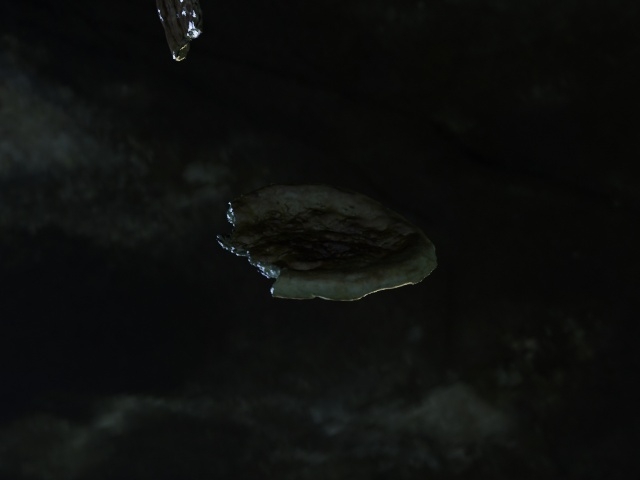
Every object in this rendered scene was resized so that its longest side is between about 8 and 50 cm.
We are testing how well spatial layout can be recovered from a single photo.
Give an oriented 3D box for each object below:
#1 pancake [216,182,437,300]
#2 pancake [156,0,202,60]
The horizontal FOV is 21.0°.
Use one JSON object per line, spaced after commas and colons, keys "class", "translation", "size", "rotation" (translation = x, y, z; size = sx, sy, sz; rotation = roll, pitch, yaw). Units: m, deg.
{"class": "pancake", "translation": [0.005, 0.001, 0.947], "size": [0.116, 0.129, 0.022], "rotation": [-9, -61, -27]}
{"class": "pancake", "translation": [-0.096, -0.216, 1.337], "size": [0.020, 0.184, 0.190], "rotation": [-13, -52, -26]}
